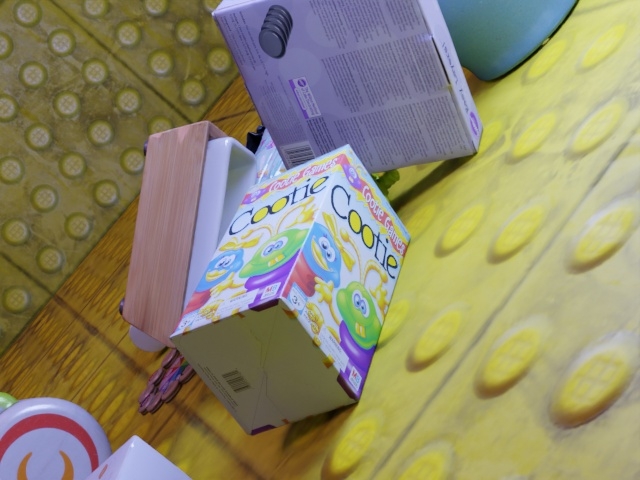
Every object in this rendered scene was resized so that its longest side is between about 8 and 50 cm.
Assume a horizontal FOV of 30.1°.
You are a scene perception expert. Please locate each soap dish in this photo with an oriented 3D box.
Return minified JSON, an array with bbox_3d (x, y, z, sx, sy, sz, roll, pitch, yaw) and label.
[{"bbox_3d":[-0.174,-0.004,1.596,0.229,0.118,0.291,27,-110,-82],"label":"soap dish"}]

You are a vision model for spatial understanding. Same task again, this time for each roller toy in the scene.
[{"bbox_3d":[-0.388,0.312,1.607,0.146,0.191,0.209,-18,69,61],"label":"roller toy"}]

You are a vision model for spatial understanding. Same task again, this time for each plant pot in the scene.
[{"bbox_3d":[0.180,-0.350,1.509,0.271,0.255,0.271,-44,16,16],"label":"plant pot"}]

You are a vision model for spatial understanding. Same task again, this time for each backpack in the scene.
[{"bbox_3d":[-0.050,-0.088,1.752,0.115,0.152,0.182,-19,38,55],"label":"backpack"}]

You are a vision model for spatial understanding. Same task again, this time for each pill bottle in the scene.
[{"bbox_3d":[-0.265,0.119,1.962,0.078,0.078,0.137,-41,16,27],"label":"pill bottle"}]

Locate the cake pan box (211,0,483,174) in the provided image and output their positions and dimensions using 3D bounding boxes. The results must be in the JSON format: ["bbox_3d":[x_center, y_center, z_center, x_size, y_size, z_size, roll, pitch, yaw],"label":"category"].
[{"bbox_3d":[0.038,-0.192,1.394,0.246,0.267,0.070,-10,31,28],"label":"cake pan box"}]

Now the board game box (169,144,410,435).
[{"bbox_3d":[-0.021,0.046,1.257,0.142,0.144,0.275,-22,27,29],"label":"board game box"}]

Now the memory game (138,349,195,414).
[{"bbox_3d":[-0.210,0.183,1.769,0.186,0.012,0.186,-45,15,16],"label":"memory game"}]

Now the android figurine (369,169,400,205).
[{"bbox_3d":[0.000,0.000,1.537,0.273,0.056,0.248,-40,17,34],"label":"android figurine"}]

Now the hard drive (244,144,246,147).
[{"bbox_3d":[-0.102,-0.163,2.279,0.203,0.040,0.307,-44,15,17],"label":"hard drive"}]

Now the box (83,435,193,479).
[{"bbox_3d":[-0.240,0.327,1.331,0.170,0.091,0.130,-42,16,26],"label":"box"}]
